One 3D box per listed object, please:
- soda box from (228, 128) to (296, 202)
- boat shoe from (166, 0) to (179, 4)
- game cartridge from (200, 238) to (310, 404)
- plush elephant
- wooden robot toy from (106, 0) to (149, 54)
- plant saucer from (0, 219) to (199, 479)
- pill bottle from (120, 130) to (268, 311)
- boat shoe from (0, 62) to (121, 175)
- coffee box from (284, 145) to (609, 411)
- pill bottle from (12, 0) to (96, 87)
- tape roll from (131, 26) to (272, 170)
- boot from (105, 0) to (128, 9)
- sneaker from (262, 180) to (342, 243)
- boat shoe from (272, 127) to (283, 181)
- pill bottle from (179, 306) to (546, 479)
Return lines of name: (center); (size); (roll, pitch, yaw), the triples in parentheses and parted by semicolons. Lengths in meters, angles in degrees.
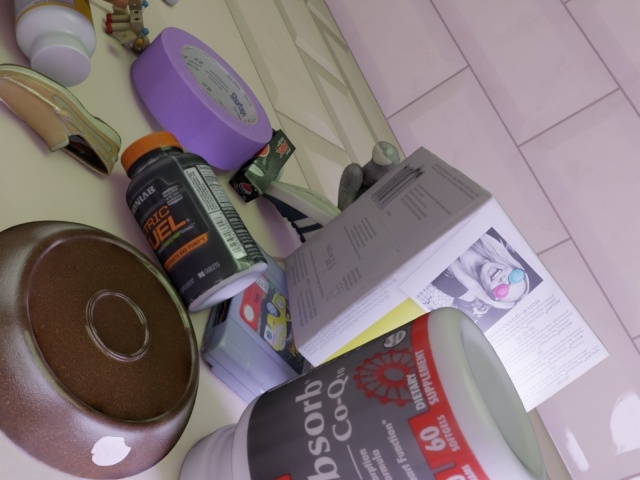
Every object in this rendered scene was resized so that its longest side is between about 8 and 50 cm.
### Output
soda box: (-0.117, -0.156, 1.178); (0.060, 0.053, 0.169); (50, 45, -22)
boat shoe: (-0.375, -0.657, 1.314); (0.226, 0.075, 0.083); (60, 21, 2)
game cartridge: (-0.090, 0.137, 0.934); (0.196, 0.060, 0.294); (53, 21, -27)
plush elephant: (0.104, -0.025, 1.342); (0.272, 0.330, 0.255); (45, 48, -23)
wooden robot toy: (-0.349, -0.385, 1.059); (0.079, 0.076, 0.173); (90, -11, -51)
plant saucer: (-0.239, 0.103, 0.643); (0.310, 0.050, 0.311); (46, 24, -28)
pill bottle: (-0.189, -0.033, 0.813); (0.246, 0.130, 0.130); (58, 20, 10)
boat shoe: (-0.337, -0.148, 0.739); (0.190, 0.068, 0.072); (35, 43, -48)
coffee box: (0.178, 0.101, 0.955); (0.334, 0.338, 0.338); (47, 10, -19)
pill bottle: (-0.374, -0.308, 0.806); (0.103, 0.103, 0.184); (26, 39, -56)
tape roll: (-0.218, -0.267, 1.088); (0.275, 0.090, 0.275); (43, 22, -22)
boot: (-0.384, -0.345, 0.710); (0.280, 0.096, 0.264); (18, 37, -26)
sneaker: (0.000, 0.000, 1.195); (0.350, 0.148, 0.131); (32, 18, 18)
boat shoe: (-0.111, -0.205, 1.323); (0.083, 0.065, 0.183); (22, 41, -56)
pill bottle: (0.035, 0.239, 0.635); (0.210, 0.363, 0.210); (48, 23, -28)
